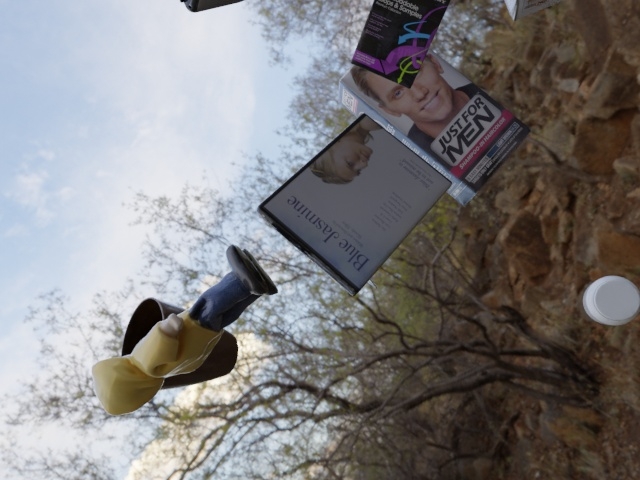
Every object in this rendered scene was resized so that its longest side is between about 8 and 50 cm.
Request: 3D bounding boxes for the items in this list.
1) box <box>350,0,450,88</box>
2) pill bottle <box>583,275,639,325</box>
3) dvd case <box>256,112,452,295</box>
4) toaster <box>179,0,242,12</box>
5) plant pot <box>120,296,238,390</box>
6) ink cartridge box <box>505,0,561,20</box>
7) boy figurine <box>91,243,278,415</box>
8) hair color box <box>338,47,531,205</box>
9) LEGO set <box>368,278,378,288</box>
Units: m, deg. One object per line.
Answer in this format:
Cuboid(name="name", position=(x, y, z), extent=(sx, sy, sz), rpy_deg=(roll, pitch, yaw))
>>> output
Cuboid(name="box", position=(0.131, -0.350, 0.893), extent=(0.029, 0.116, 0.162), rpy_deg=(-64, -3, -53))
Cuboid(name="pill bottle", position=(0.779, 0.161, 1.434), extent=(0.131, 0.131, 0.229), rpy_deg=(-60, -24, 5))
Cuboid(name="dvd case", position=(0.056, -0.063, 0.780), extent=(0.253, 0.180, 0.022), rpy_deg=(-46, -8, -28))
Cuboid(name="toaster", position=(-0.155, -0.442, 0.732), extent=(0.110, 0.168, 0.186), rpy_deg=(-23, -8, -29))
Cuboid(name="plant pot", position=(-0.323, 0.262, 1.291), extent=(0.230, 0.215, 0.215), rpy_deg=(18, -75, -39))
Cuboid(name="ink cartridge box", position=(0.385, -0.521, 0.767), extent=(0.310, 0.271, 0.130), rpy_deg=(-20, -8, 13))
Cuboid(name="boy figurine", position=(-0.191, 0.130, 0.747), extent=(0.285, 0.092, 0.177), rpy_deg=(-39, -11, 6))
Cuboid(name="hair color box", position=(0.219, -0.252, 1.076), extent=(0.174, 0.347, 0.105), rpy_deg=(-48, -8, -7))
Cuboid(name="LEGO set", position=(0.000, 0.000, 1.085), extent=(0.060, 0.182, 0.244), rpy_deg=(-42, -59, -7))
